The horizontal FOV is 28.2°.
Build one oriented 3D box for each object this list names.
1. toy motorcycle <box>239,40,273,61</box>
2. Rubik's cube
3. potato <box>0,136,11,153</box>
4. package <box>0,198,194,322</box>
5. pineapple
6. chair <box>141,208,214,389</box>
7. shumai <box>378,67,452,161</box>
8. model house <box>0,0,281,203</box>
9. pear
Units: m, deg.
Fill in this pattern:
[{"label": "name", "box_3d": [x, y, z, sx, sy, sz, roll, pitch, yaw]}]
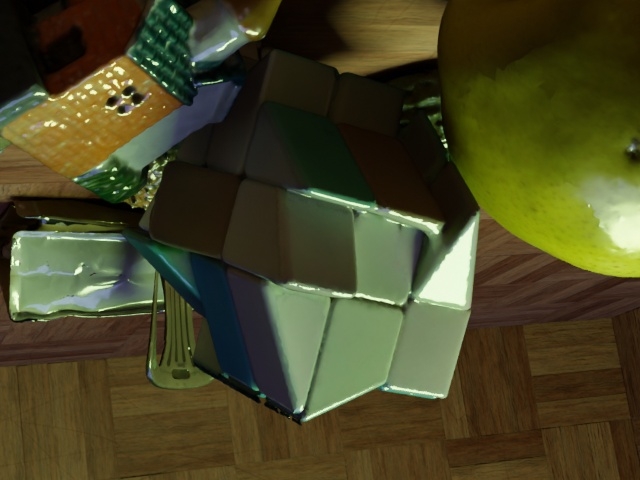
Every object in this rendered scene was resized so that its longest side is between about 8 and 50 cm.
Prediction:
[{"label": "toy motorcycle", "box_3d": [-0.070, -0.166, 1.535, 0.112, 0.112, 0.254, -10, 166, 7]}, {"label": "Rubik's cube", "box_3d": [0.000, 0.000, 1.396, 0.358, 0.368, 0.387, 12, -177, -33]}, {"label": "potato", "box_3d": [-0.449, -0.127, 1.454, 0.299, 0.116, 0.239, -27, 177, 7]}, {"label": "package", "box_3d": [-0.357, 0.000, 2.055, 0.311, 0.221, 0.165, 0, 125, -24]}, {"label": "pineapple", "box_3d": [-0.222, -0.129, 1.615, 0.125, 0.125, 0.251, -5, 160, -13]}, {"label": "chair", "box_3d": [-0.169, 0.046, 1.902, 0.183, 0.326, 0.176, -17, 166, 35]}, {"label": "shumai", "box_3d": [0.111, -0.105, 1.694, 0.256, 0.218, 0.189, -19, 158, 27]}, {"label": "model house", "box_3d": [-0.178, -0.203, 1.253, 0.301, 0.190, 0.271, -28, 154, 11]}, {"label": "pear", "box_3d": [0.300, -0.146, 1.322, 0.362, 0.362, 0.418, -17, 139, 33]}]
